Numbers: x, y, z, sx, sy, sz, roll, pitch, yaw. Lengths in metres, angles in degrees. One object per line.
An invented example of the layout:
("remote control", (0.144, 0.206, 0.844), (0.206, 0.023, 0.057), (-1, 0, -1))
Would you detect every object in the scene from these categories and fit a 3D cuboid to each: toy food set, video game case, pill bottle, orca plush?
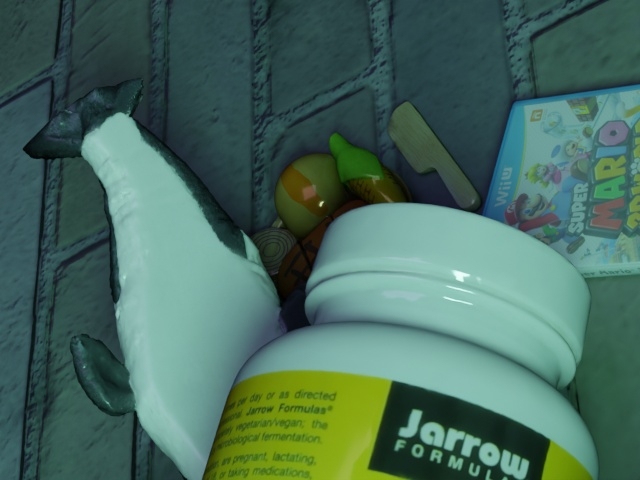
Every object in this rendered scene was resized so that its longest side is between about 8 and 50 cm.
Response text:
("toy food set", (0.000, 0.000, 1.125), (0.192, 0.038, 0.132), (-45, 40, 8))
("video game case", (0.164, -0.034, 1.015), (0.166, 0.015, 0.119), (-5, 58, 41))
("pill bottle", (0.026, 0.160, 0.866), (0.188, 0.188, 0.334), (-6, 58, 41))
("orca plush", (-0.094, 0.050, 1.103), (0.151, 0.102, 0.287), (-32, 71, -23))
